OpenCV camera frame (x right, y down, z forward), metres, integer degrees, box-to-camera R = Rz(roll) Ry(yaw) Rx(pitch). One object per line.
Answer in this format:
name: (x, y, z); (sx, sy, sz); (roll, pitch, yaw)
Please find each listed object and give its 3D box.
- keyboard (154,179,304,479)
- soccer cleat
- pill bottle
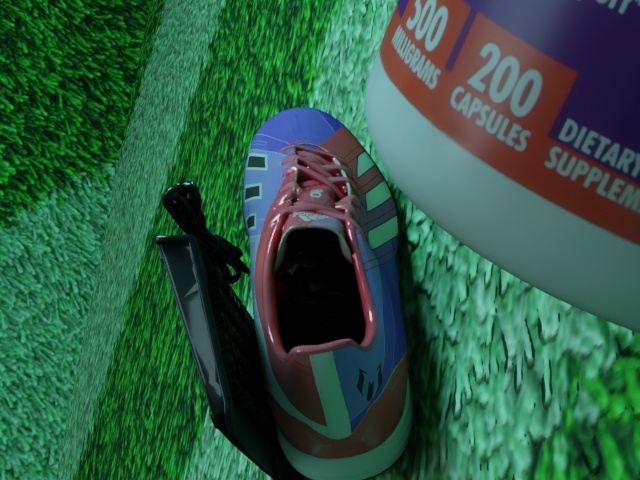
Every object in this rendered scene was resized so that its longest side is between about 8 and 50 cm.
keyboard: (-0.055, 0.057, 0.877); (0.317, 0.033, 0.201); (72, 178, -72)
soccer cleat: (0.000, 0.000, 0.868); (0.318, 0.109, 0.116); (-97, -3, -45)
pill bottle: (0.147, -0.139, 0.404); (0.181, 0.182, 0.323); (-105, 33, -61)
